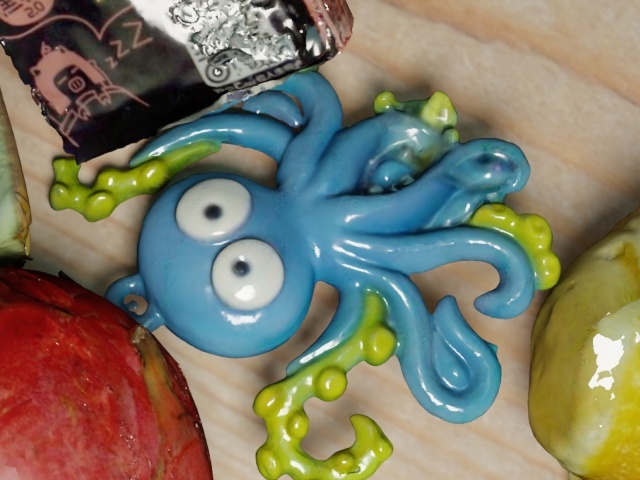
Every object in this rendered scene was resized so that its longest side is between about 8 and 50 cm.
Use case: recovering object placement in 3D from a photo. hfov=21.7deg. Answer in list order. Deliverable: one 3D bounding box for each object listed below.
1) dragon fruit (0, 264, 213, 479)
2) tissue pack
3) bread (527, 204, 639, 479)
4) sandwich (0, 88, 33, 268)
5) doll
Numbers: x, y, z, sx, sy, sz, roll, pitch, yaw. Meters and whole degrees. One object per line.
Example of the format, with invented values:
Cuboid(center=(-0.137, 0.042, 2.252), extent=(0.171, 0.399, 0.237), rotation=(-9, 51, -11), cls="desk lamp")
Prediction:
Cuboid(center=(-0.208, 0.168, 1.102), extent=(0.295, 0.295, 0.302), rotation=(-25, 84, -18), cls="dragon fruit")
Cuboid(center=(-0.143, -0.238, 1.154), extent=(0.245, 0.123, 0.332), rotation=(-19, 119, 19), cls="tissue pack")
Cuboid(center=(0.320, 0.103, 1.306), extent=(0.341, 0.210, 0.300), rotation=(-4, 103, -7), cls="bread")
Cuboid(center=(-0.267, -0.063, 1.140), extent=(0.108, 0.220, 0.186), rotation=(-12, 87, -16), cls="sandwich")
Cuboid(center=(0.000, 0.000, 1.238), extent=(0.341, 0.099, 0.346), rotation=(-25, 74, -7), cls="doll")
